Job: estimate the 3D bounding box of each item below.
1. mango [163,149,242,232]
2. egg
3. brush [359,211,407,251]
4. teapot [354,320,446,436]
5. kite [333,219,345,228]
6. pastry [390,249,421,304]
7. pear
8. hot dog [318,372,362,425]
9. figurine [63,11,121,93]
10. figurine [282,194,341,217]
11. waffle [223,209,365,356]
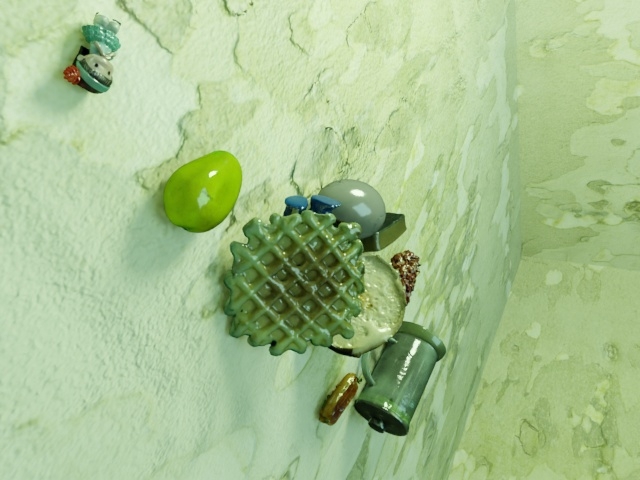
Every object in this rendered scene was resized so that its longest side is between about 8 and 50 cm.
[{"bbox_3d":[-0.190,-0.079,0.769,0.163,0.089,0.117,-42,130,-46],"label":"mango"},{"bbox_3d":[0.073,-0.076,1.116,0.199,0.147,0.146,8,91,-38],"label":"egg"},{"bbox_3d":[0.148,-0.026,1.265,0.197,0.123,0.059,-34,121,-50],"label":"brush"},{"bbox_3d":[0.231,0.430,1.453,0.270,0.200,0.337,48,56,-19],"label":"teapot"},{"bbox_3d":[0.000,0.000,1.048,0.010,0.183,0.160,-19,69,-47],"label":"kite"},{"bbox_3d":[0.257,0.125,1.485,0.097,0.115,0.208,38,67,-40],"label":"pastry"},{"bbox_3d":[0.096,0.173,1.196,0.178,0.267,0.266,70,36,-73],"label":"pear"},{"bbox_3d":[0.054,0.440,1.288,0.188,0.055,0.072,-40,132,-46],"label":"hot dog"},{"bbox_3d":[-0.299,-0.248,0.605,0.060,0.047,0.105,29,71,-64],"label":"figurine"},{"bbox_3d":[-0.043,0.023,0.996,0.164,0.120,0.262,17,103,-22],"label":"figurine"},{"bbox_3d":[-0.047,0.088,0.920,0.292,0.056,0.308,-1,108,-15],"label":"waffle"}]
